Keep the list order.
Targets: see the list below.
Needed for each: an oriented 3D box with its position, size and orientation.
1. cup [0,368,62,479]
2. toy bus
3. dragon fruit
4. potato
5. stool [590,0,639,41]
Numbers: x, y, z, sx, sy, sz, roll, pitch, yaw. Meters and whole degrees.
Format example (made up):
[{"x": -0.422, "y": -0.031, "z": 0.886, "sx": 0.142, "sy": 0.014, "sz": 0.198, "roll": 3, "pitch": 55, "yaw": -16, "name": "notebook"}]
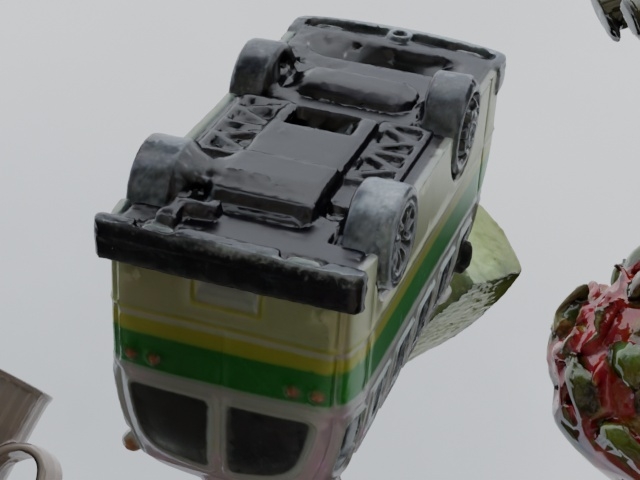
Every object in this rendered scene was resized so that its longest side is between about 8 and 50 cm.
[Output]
[{"x": -0.391, "y": 0.231, "z": 1.737, "sx": 0.288, "sy": 0.273, "sz": 0.208, "roll": 27, "pitch": -10, "yaw": -4, "name": "cup"}, {"x": 0.000, "y": 0.000, "z": 0.983, "sx": 0.143, "sy": 0.305, "sz": 0.179, "roll": 11, "pitch": -60, "yaw": 14, "name": "toy bus"}, {"x": 0.341, "y": 0.122, "z": 1.500, "sx": 0.303, "sy": 0.231, "sz": 0.237, "roll": 23, "pitch": -33, "yaw": 33, "name": "dragon fruit"}, {"x": 0.063, "y": 0.016, "z": 1.303, "sx": 0.149, "sy": 0.081, "sz": 0.120, "roll": -43, "pitch": -110, "yaw": 38, "name": "potato"}, {"x": 0.250, "y": -0.144, "z": 1.053, "sx": 0.139, "sy": 0.153, "sz": 0.228, "roll": -27, "pitch": -32, "yaw": 1, "name": "stool"}]
